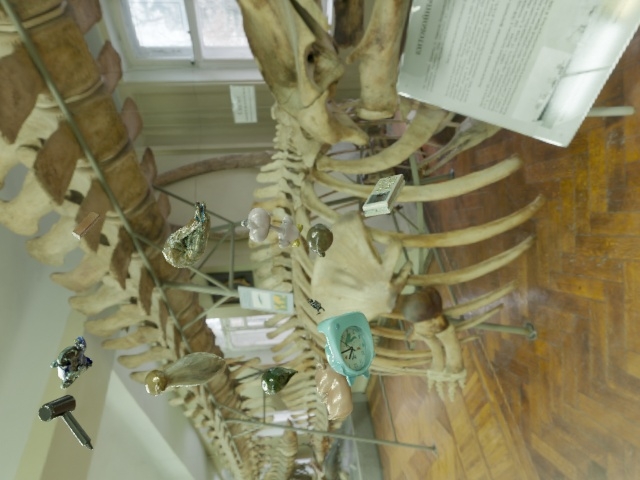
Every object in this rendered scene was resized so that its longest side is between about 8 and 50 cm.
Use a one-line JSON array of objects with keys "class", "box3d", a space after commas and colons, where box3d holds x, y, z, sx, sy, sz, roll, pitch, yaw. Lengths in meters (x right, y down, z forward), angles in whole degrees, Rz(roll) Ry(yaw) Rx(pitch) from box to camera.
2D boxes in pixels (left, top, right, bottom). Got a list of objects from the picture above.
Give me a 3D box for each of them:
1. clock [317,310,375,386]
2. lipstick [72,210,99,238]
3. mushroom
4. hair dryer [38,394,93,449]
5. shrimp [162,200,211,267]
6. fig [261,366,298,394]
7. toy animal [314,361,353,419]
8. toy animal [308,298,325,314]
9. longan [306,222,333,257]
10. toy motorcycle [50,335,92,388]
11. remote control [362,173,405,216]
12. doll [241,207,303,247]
[{"class": "clock", "box3d": [0.111, 0.428, 1.664, 0.094, 0.223, 0.274, -23, 76, 46]}, {"class": "lipstick", "box3d": [-1.165, -0.078, 2.082, 0.045, 0.045, 0.145, -40, 17, 56]}, {"class": "mushroom", "box3d": [-0.506, 0.507, 1.614, 0.350, 0.128, 0.128, -1, -92, -53]}, {"class": "hair dryer", "box3d": [-0.965, 0.716, 1.610, 0.248, 0.070, 0.114, 47, -170, 12]}, {"class": "shrimp", "box3d": [-0.702, -0.025, 2.242, 0.446, 0.221, 0.110, -61, 39, 28]}, {"class": "fig", "box3d": [-0.177, 0.598, 1.841, 0.117, 0.177, 0.117, 26, 128, 40]}, {"class": "toy animal", "box3d": [0.062, 0.673, 1.895, 0.250, 0.154, 0.166, 61, 180, 26]}, {"class": "toy animal", "box3d": [-0.025, 0.388, 2.478, 0.108, 0.062, 0.220, 56, 166, 8]}, {"class": "longan", "box3d": [0.000, 0.000, 2.480, 0.185, 0.159, 0.205, -19, -78, -65]}, {"class": "toy motorcycle", "box3d": [-1.181, 0.585, 2.015, 0.169, 0.113, 0.315, -47, -15, -52]}, {"class": "remote control", "box3d": [0.256, -0.185, 1.670, 0.277, 0.102, 0.056, -54, -51, -51]}, {"class": "doll", "box3d": [-0.215, -0.053, 1.950, 0.094, 0.365, 0.160, 8, 86, 45]}]
